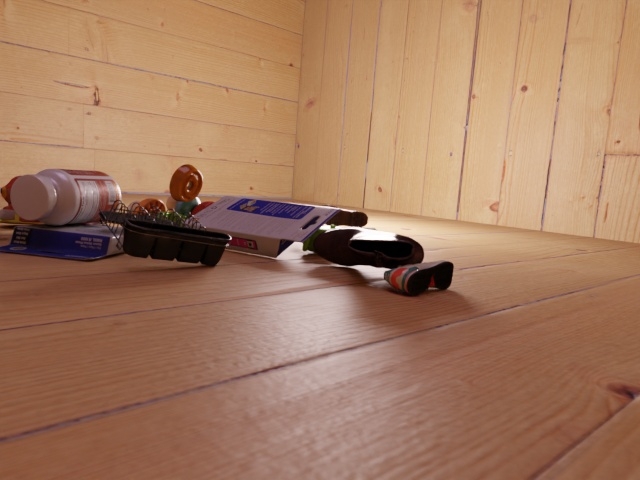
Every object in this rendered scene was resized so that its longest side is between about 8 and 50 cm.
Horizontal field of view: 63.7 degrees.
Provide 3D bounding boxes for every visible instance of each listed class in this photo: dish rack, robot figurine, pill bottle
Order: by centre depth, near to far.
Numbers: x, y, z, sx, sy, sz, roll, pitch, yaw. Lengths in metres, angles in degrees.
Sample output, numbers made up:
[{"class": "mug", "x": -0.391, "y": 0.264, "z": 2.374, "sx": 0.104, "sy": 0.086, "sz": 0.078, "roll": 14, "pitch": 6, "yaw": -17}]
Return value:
[{"class": "dish rack", "x": -0.332, "y": -0.028, "z": 1.062, "sx": 0.208, "sy": 0.074, "sz": 0.272, "roll": 11, "pitch": 14, "yaw": -38}, {"class": "pill bottle", "x": -0.546, "y": -0.094, "z": 1.115, "sx": 0.121, "sy": 0.121, "sz": 0.216, "roll": 6, "pitch": 7, "yaw": 14}, {"class": "robot figurine", "x": 0.000, "y": 0.000, "z": 1.284, "sx": 0.101, "sy": 0.067, "sz": 0.115, "roll": -29, "pitch": 26, "yaw": -32}]

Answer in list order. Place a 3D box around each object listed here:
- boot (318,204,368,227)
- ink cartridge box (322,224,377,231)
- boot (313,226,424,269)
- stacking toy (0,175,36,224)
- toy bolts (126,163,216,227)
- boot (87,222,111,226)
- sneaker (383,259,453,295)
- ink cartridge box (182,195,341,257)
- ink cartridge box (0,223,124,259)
[{"class": "boot", "x": 0.052, "y": -0.067, "z": 1.504, "sx": 0.158, "sy": 0.059, "sz": 0.085, "roll": 11, "pitch": 1, "yaw": -12}, {"class": "ink cartridge box", "x": 0.044, "y": -0.012, "z": 1.468, "sx": 0.235, "sy": 0.056, "sz": 0.171, "roll": 1, "pitch": 6, "yaw": 3}, {"class": "boot", "x": 0.080, "y": 0.008, "z": 1.033, "sx": 0.249, "sy": 0.090, "sz": 0.207, "roll": 7, "pitch": -5, "yaw": 18}, {"class": "stacking toy", "x": -0.739, "y": -0.109, "z": 1.251, "sx": 0.309, "sy": 0.130, "sz": 0.280, "roll": 0, "pitch": -2, "yaw": 31}, {"class": "toy bolts", "x": -0.400, "y": -0.112, "z": 1.412, "sx": 0.159, "sy": 0.218, "sz": 0.228, "roll": 22, "pitch": 7, "yaw": 24}, {"class": "boot", "x": -0.596, "y": -0.040, "z": 1.382, "sx": 0.087, "sy": 0.042, "sz": 0.118, "roll": 13, "pitch": 9, "yaw": 13}, {"class": "sneaker", "x": 0.181, "y": 0.060, "z": 0.947, "sx": 0.075, "sy": 0.057, "sz": 0.161, "roll": 17, "pitch": 16, "yaw": 42}, {"class": "ink cartridge box", "x": -0.146, "y": -0.038, "z": 1.267, "sx": 0.371, "sy": 0.069, "sz": 0.176, "roll": 7, "pitch": 31, "yaw": 32}, {"class": "ink cartridge box", "x": -0.514, "y": -0.004, "z": 1.089, "sx": 0.224, "sy": 0.045, "sz": 0.224, "roll": 5, "pitch": 7, "yaw": 9}]
